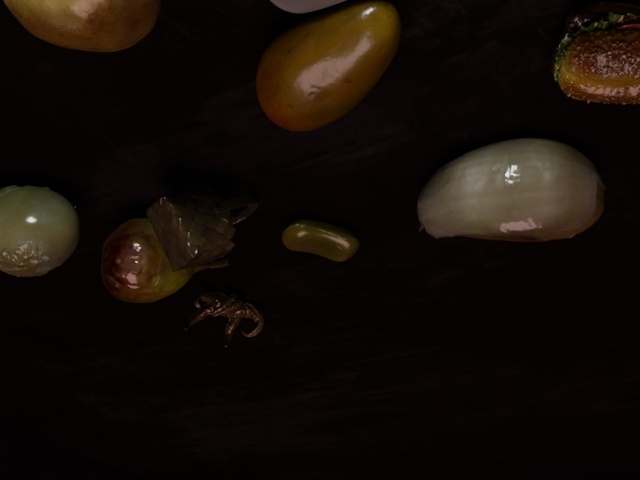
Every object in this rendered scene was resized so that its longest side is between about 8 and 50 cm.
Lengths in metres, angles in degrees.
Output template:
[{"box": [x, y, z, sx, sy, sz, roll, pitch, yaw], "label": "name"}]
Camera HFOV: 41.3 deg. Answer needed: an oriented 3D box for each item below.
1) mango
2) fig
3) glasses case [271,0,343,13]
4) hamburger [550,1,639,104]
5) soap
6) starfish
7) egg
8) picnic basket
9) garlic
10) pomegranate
[{"box": [0.005, -0.224, 1.081, 0.138, 0.113, 0.253, 23, 144, -27], "label": "mango"}, {"box": [-0.282, 0.037, 1.592, 0.257, 0.159, 0.159, 1, 157, -35], "label": "fig"}, {"box": [0.033, -0.324, 0.958, 0.233, 0.059, 0.092, -15, 142, 33], "label": "glasses case"}, {"box": [0.372, -0.218, 1.045, 0.165, 0.087, 0.137, 5, 150, 2], "label": "hamburger"}, {"box": [0.000, -0.001, 1.535, 0.140, 0.045, 0.089, 14, 152, -16], "label": "soap"}, {"box": [-0.219, 0.158, 1.822, 0.146, 0.074, 0.190, -16, 143, 31], "label": "starfish"}, {"box": [-0.519, -0.016, 1.496, 0.201, 0.164, 0.164, -2, 149, 23], "label": "egg"}, {"box": [-0.189, -0.037, 1.441, 0.178, 0.138, 0.128, -22, 175, -33], "label": "picnic basket"}, {"box": [0.262, -0.050, 1.319, 0.338, 0.151, 0.196, -11, 158, 30], "label": "garlic"}, {"box": [-0.268, -0.300, 0.943, 0.196, 0.196, 0.196, 5, 150, 3], "label": "pomegranate"}]
